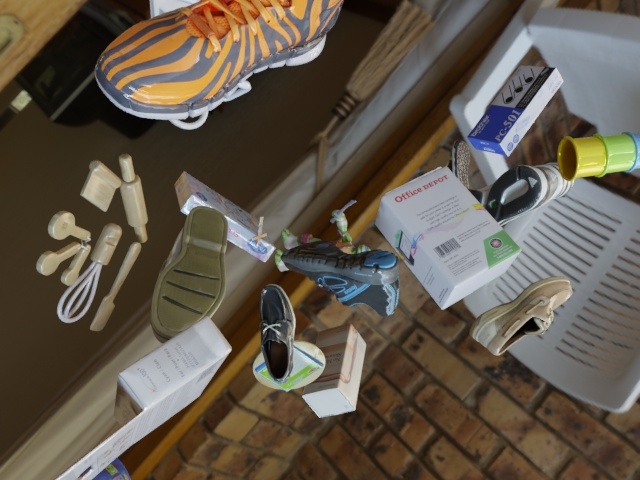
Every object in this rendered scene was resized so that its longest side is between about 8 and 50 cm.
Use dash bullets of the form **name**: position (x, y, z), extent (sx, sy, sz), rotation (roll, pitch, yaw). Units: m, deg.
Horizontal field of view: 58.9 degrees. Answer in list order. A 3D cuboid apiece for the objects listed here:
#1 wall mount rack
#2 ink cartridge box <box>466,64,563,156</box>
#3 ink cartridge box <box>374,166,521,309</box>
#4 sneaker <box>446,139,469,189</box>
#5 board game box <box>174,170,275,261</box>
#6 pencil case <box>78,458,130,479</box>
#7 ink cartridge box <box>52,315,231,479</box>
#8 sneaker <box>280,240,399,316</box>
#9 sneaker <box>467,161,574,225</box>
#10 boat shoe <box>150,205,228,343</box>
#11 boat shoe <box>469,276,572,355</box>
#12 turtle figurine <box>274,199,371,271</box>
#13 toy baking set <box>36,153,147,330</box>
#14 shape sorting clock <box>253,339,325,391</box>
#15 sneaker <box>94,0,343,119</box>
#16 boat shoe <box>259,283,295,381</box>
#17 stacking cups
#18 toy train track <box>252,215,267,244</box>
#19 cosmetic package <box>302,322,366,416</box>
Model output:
- **wall mount rack**: position (-0.275, -0.399, 1.055), extent (0.130, 0.350, 0.304), rotation (-12, 172, 42)
- **ink cartridge box**: position (0.416, -0.281, 1.216), extent (0.046, 0.207, 0.097), rotation (41, 174, -36)
- **ink cartridge box**: position (0.289, -0.013, 1.329), extent (0.278, 0.201, 0.117), rotation (54, 158, 25)
- **sneaker**: position (0.460, -0.243, 1.995), extent (0.097, 0.084, 0.235), rotation (23, 131, 40)
- **board game box**: position (-0.321, -0.083, 1.865), extent (0.318, 0.066, 0.319), rotation (34, -174, -25)
- **pencil case**: position (-0.436, 0.460, 0.939), extent (0.119, 0.133, 0.306), rotation (41, -177, 8)
- **ink cartridge box**: position (-0.271, 0.247, 0.815), extent (0.066, 0.261, 0.296), rotation (50, 148, 9)
- **sneaker**: position (0.035, 0.087, 1.326), extent (0.340, 0.125, 0.140), rotation (12, 119, 45)
- **sneaker**: position (0.583, -0.113, 1.738), extent (0.447, 0.257, 0.169), rotation (-29, 74, 61)
- **boat shoe**: position (-0.226, 0.072, 0.990), extent (0.113, 0.103, 0.302), rotation (23, -141, -12)
- **boat shoe**: position (0.562, 0.208, 1.524), extent (0.110, 0.341, 0.122), rotation (48, 154, 40)
- **turtle figurine**: position (0.000, 0.000, 1.620), extent (0.266, 0.198, 0.274), rotation (-3, 170, 19)
- **toy baking set**: position (-0.307, 0.006, 0.784), extent (0.030, 0.197, 0.256), rotation (22, 142, 14)
- **shape sorting clock**: position (-0.089, 0.353, 1.611), extent (0.206, 0.206, 0.040), rotation (44, -160, -29)
- **sneaker**: position (-0.085, -0.252, 0.593), extent (0.125, 0.321, 0.180), rotation (49, 145, 3)
- **boat shoe**: position (-0.106, 0.220, 1.362), extent (0.079, 0.084, 0.233), rotation (26, -122, -79)
- **stacking cups**: position (0.667, -0.183, 1.177), extent (0.096, 0.316, 0.096), rotation (-5, -90, -89)
- **toy train track**: position (-0.161, -0.028, 1.478), extent (0.014, 0.048, 0.083), rotation (36, 129, 34)
- **cosmetic package**: position (0.053, 0.454, 2.005), extent (0.129, 0.153, 0.296), rotation (55, -151, -28)
